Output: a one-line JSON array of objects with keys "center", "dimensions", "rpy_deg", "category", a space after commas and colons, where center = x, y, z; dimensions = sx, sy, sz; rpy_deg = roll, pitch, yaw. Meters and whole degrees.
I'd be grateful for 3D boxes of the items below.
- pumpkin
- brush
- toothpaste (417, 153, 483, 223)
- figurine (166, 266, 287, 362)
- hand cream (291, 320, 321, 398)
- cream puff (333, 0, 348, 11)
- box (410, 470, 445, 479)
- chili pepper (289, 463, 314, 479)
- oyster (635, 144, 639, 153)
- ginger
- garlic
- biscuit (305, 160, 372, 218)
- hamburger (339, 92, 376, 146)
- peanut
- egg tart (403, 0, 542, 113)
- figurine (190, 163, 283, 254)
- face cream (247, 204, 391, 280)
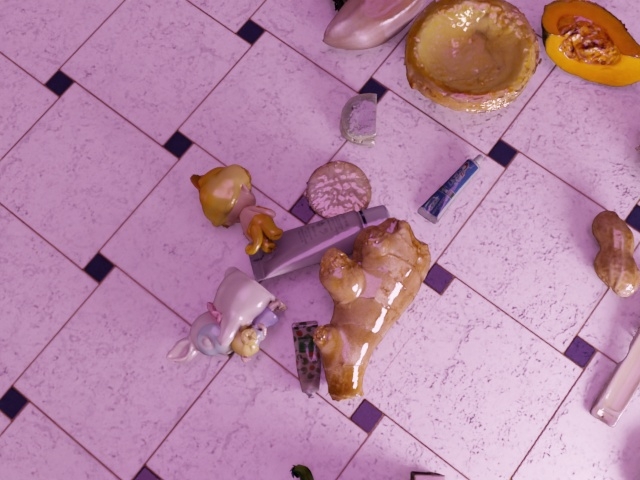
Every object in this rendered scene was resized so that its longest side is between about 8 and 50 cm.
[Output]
[{"center": [0.639, -0.462, 1.717], "dimensions": [0.278, 0.111, 0.163], "rpy_deg": [19, 60, 8], "category": "pumpkin"}, {"center": [0.661, 0.237, 1.540], "dimensions": [0.060, 0.050, 0.321], "rpy_deg": [32, 85, 7], "category": "brush"}, {"center": [0.298, -0.120, 1.652], "dimensions": [0.057, 0.035, 0.197], "rpy_deg": [38, 79, 27], "category": "toothpaste"}, {"center": [-0.195, 0.188, 1.535], "dimensions": [0.155, 0.127, 0.235], "rpy_deg": [37, 83, 1], "category": "figurine"}, {"center": [-0.027, 0.249, 1.558], "dimensions": [0.057, 0.037, 0.165], "rpy_deg": [-6, 68, -1], "category": "hand cream"}, {"center": [0.080, -0.620, 1.737], "dimensions": [0.169, 0.183, 0.183], "rpy_deg": [-36, 76, 4], "category": "cream puff"}, {"center": [0.200, 0.507, 1.389], "dimensions": [0.058, 0.201, 0.141], "rpy_deg": [1, 73, 6], "category": "box"}, {"center": [-0.039, 0.560, 1.403], "dimensions": [0.174, 0.165, 0.261], "rpy_deg": [-3, 72, 13], "category": "chili pepper"}, {"center": [0.816, -0.120, 1.605], "dimensions": [0.238, 0.115, 0.351], "rpy_deg": [-28, 80, -15], "category": "oyster"}, {"center": [0.089, 0.131, 1.496], "dimensions": [0.166, 0.236, 0.375], "rpy_deg": [10, 65, 34], "category": "ginger"}, {"center": [0.149, -0.531, 1.684], "dimensions": [0.318, 0.143, 0.112], "rpy_deg": [-41, 41, 19], "category": "garlic"}, {"center": [0.041, -0.111, 1.661], "dimensions": [0.152, 0.020, 0.152], "rpy_deg": [0, 75, 1], "category": "biscuit"}, {"center": [0.086, -0.274, 1.691], "dimensions": [0.084, 0.054, 0.121], "rpy_deg": [0, 81, -1], "category": "hamburger"}, {"center": [0.627, 0.027, 1.581], "dimensions": [0.089, 0.089, 0.192], "rpy_deg": [-1, 70, 1], "category": "peanut"}, {"center": [0.338, -0.416, 1.691], "dimensions": [0.315, 0.120, 0.315], "rpy_deg": [-1, 74, 3], "category": "egg tart"}, {"center": [-0.180, -0.072, 1.592], "dimensions": [0.246, 0.131, 0.156], "rpy_deg": [41, 118, 27], "category": "figurine"}, {"center": [0.000, 0.000, 1.590], "dimensions": [0.314, 0.089, 0.143], "rpy_deg": [-15, 37, -4], "category": "face cream"}]
